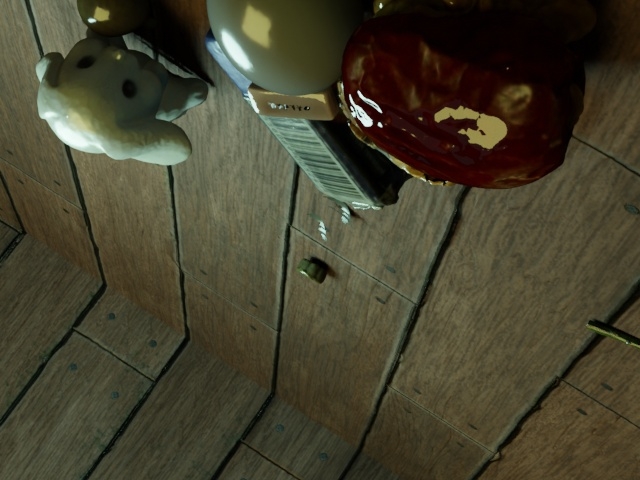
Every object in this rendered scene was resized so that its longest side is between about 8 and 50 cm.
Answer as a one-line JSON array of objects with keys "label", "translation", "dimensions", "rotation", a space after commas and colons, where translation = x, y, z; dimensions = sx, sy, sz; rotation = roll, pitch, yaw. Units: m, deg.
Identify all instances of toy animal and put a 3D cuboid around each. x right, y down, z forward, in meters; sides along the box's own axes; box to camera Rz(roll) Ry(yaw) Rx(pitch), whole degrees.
[{"label": "toy animal", "translation": [-0.317, -0.214, 1.982], "dimensions": [0.249, 0.174, 0.289], "rotation": [34, -168, 26]}]

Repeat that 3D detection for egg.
[{"label": "egg", "translation": [-0.036, -0.259, 1.532], "dimensions": [0.176, 0.176, 0.232], "rotation": [23, 161, 30]}]

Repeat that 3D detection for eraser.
[{"label": "eraser", "translation": [-0.010, -0.181, 1.790], "dimensions": [0.155, 0.101, 0.332], "rotation": [12, 149, 49]}]

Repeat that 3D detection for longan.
[{"label": "longan", "translation": [-0.288, -0.332, 1.901], "dimensions": [0.119, 0.106, 0.106], "rotation": [28, 166, -28]}]

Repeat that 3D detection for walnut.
[{"label": "walnut", "translation": [0.145, -0.180, 1.382], "dimensions": [0.269, 0.222, 0.244], "rotation": [10, 120, 23]}]

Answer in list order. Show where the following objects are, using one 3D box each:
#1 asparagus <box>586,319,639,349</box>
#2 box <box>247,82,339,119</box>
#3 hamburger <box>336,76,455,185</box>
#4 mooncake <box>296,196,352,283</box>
[{"label": "asparagus", "translation": [0.442, 0.145, 1.929], "dimensions": [0.127, 0.018, 0.015], "rotation": [25, -167, 28]}, {"label": "box", "translation": [-0.035, -0.175, 1.672], "dimensions": [0.115, 0.025, 0.048], "rotation": [8, 143, 26]}, {"label": "hamburger", "translation": [0.120, -0.156, 1.630], "dimensions": [0.231, 0.107, 0.231], "rotation": [28, 163, 10]}, {"label": "mooncake", "translation": [-0.004, 0.012, 2.294], "dimensions": [0.150, 0.057, 0.347], "rotation": [27, 160, -15]}]
